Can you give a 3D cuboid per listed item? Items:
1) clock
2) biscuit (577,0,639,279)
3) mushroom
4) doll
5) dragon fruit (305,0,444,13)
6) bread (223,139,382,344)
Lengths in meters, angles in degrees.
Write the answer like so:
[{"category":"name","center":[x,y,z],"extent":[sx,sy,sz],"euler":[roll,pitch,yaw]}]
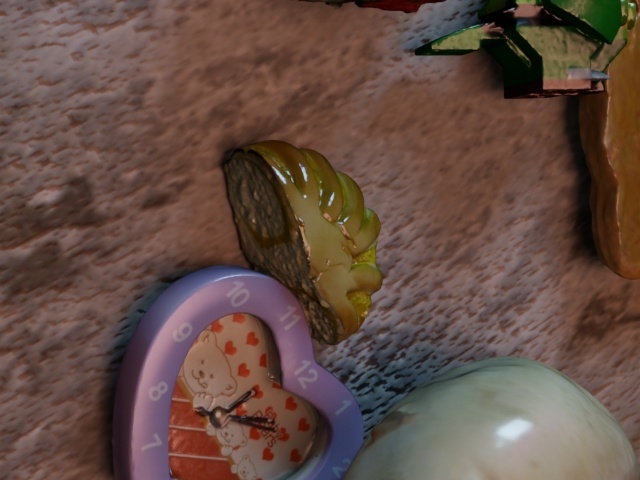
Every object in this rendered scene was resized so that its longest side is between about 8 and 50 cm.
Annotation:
[{"category":"clock","center":[-0.071,0.121,1.012],"extent":[0.172,0.064,0.198],"euler":[-38,115,-17]},{"category":"biscuit","center":[0.317,-0.105,1.204],"extent":[0.269,0.051,0.376],"euler":[-18,108,-29]},{"category":"mushroom","center":[0.158,0.253,0.996],"extent":[0.314,0.336,0.314],"euler":[16,90,-71]},{"category":"doll","center":[0.170,-0.188,1.073],"extent":[0.134,0.106,0.186],"euler":[27,84,-11]},{"category":"dragon fruit","center":[0.057,-0.248,0.961],"extent":[0.182,0.182,0.188],"euler":[-9,88,-29]},{"category":"bread","center":[0.000,0.000,1.030],"extent":[0.094,0.083,0.157],"euler":[-22,109,-38]}]
